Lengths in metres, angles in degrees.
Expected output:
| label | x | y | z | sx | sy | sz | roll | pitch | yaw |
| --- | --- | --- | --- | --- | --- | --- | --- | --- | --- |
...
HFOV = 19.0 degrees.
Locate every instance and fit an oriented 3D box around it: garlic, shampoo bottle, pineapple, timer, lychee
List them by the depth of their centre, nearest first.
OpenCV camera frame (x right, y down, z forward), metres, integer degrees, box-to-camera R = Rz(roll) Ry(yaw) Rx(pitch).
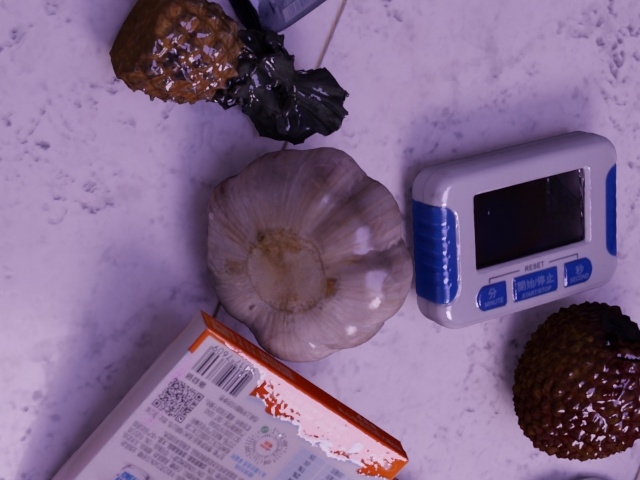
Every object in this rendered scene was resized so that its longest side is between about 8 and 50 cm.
| label | x | y | z | sx | sy | sz | roll | pitch | yaw |
| --- | --- | --- | --- | --- | --- | --- | --- | --- | --- |
| pineapple | -0.079 | -0.160 | 1.818 | 0.237 | 0.119 | 0.111 | 22 | 102 | -31 |
| shampoo bottle | 0.011 | -0.292 | 1.872 | 0.233 | 0.049 | 0.087 | -39 | 120 | -18 |
| garlic | 0.000 | 0.000 | 1.903 | 0.212 | 0.218 | 0.219 | -33 | 128 | -65 |
| timer | 0.209 | -0.016 | 2.071 | 0.253 | 0.078 | 0.178 | -13 | 109 | -31 |
| lychee | 0.297 | 0.161 | 2.129 | 0.188 | 0.188 | 0.188 | -10 | 110 | -30 |

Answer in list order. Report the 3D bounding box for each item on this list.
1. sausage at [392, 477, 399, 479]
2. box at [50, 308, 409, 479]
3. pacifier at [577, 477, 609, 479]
| label | x | y | z | sx | sy | sz | roll | pitch | yaw |
| --- | --- | --- | --- | --- | --- | --- | --- | --- | --- |
| sausage | 0.012 | 0.256 | 2.018 | 0.312 | 0.093 | 0.093 | 39 | 82 | -35 |
| box | -0.096 | 0.237 | 1.893 | 0.273 | 0.048 | 0.265 | 36 | 104 | -27 |
| pacifier | 0.355 | 0.391 | 2.217 | 0.279 | 0.207 | 0.227 | 32 | 69 | -36 |
